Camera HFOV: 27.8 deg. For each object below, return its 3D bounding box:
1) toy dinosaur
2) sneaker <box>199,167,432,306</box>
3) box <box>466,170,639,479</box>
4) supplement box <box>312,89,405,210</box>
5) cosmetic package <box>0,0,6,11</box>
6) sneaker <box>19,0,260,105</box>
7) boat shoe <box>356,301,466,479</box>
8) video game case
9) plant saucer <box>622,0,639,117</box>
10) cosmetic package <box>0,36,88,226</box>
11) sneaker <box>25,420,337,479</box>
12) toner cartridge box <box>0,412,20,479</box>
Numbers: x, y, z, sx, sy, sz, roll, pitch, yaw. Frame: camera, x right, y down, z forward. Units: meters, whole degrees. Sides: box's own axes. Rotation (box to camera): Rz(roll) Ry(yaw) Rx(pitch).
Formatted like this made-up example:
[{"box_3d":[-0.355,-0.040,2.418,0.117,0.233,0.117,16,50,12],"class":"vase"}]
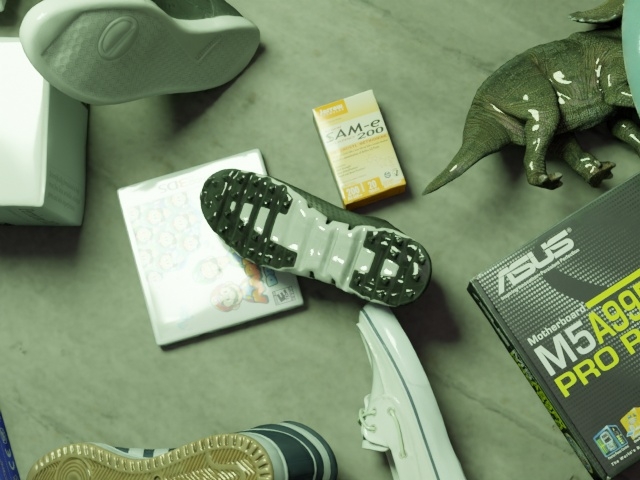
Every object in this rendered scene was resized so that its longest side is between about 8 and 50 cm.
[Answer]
[{"box_3d":[0.223,-0.131,1.197,0.313,0.121,0.160,-35,56,5],"class":"toy dinosaur"},{"box_3d":[0.000,0.000,1.179,0.234,0.106,0.078,22,93,17],"class":"sneaker"},{"box_3d":[0.303,0.057,1.172,0.270,0.060,0.216,-31,80,-4],"class":"box"},{"box_3d":[0.036,-0.085,1.221,0.062,0.036,0.098,-19,79,-2],"class":"supplement box"},{"box_3d":[-0.477,-0.356,1.216,0.385,0.156,0.217,5,66,2],"class":"cosmetic package"},{"box_3d":[-0.190,-0.204,1.152,0.147,0.296,0.104,42,115,20],"class":"sneaker"},{"box_3d":[0.070,0.165,1.150,0.076,0.083,0.226,-23,80,-3],"class":"boat shoe"},{"box_3d":[-0.105,0.006,1.219,0.143,0.019,0.157,-16,80,0],"class":"video game case"},{"box_3d":[0.411,-0.163,1.150,0.317,0.043,0.318,4,80,-23],"class":"plant saucer"},{"box_3d":[-0.318,-0.096,1.177,0.183,0.151,0.151,2,84,3],"class":"cosmetic package"},{"box_3d":[-0.119,0.219,1.153,0.282,0.153,0.099,-12,80,31],"class":"sneaker"},{"box_3d":[-0.334,0.303,1.147,0.165,0.075,0.348,-19,79,-2],"class":"toner cartridge box"}]
